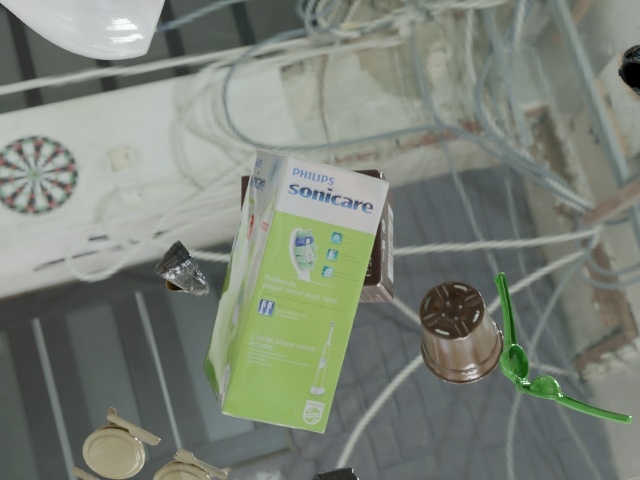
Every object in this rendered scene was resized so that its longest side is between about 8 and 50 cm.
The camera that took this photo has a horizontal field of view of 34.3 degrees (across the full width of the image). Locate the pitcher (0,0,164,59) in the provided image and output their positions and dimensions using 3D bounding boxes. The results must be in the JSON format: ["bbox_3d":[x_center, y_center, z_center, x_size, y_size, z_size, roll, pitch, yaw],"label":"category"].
[{"bbox_3d":[-0.248,-0.278,1.008,0.125,0.207,0.178,139,-31,-69],"label":"pitcher"}]

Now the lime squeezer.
[{"bbox_3d":[0.345,0.197,1.604,0.059,0.110,0.310,27,21,-54],"label":"lime squeezer"}]

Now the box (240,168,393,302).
[{"bbox_3d":[0.000,0.000,1.505,0.167,0.203,0.169,47,42,-75],"label":"box"}]

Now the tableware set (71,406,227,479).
[{"bbox_3d":[-0.236,0.312,1.442,0.128,0.194,0.039,-54,-167,25],"label":"tableware set"}]

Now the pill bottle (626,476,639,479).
[{"bbox_3d":[0.555,0.491,1.830,0.078,0.078,0.137,-119,-148,-50],"label":"pill bottle"}]

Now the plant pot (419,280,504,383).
[{"bbox_3d":[0.266,0.171,2.013,0.165,0.167,0.167,66,2,-57],"label":"plant pot"}]

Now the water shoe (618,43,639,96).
[{"bbox_3d":[0.590,-0.321,1.917,0.073,0.080,0.203,-57,-159,25],"label":"water shoe"}]

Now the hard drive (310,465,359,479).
[{"bbox_3d":[0.047,0.479,1.256,0.339,0.064,0.237,57,-45,34],"label":"hard drive"}]

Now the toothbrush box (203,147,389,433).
[{"bbox_3d":[-0.036,0.048,1.183,0.206,0.122,0.283,-147,-107,-76],"label":"toothbrush box"}]

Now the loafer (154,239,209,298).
[{"bbox_3d":[-0.228,0.058,1.699,0.062,0.061,0.170,48,-10,26],"label":"loafer"}]
